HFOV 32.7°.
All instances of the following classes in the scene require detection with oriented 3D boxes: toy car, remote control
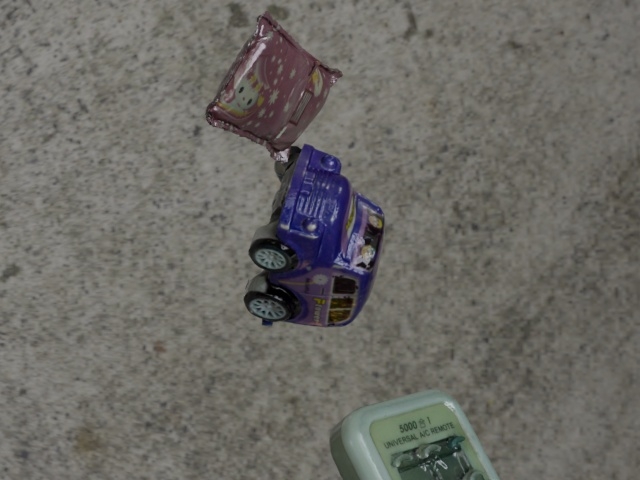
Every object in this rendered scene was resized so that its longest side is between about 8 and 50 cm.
[{"bbox_3d":[0.000,0.000,1.370,0.158,0.235,0.172,12,55,3],"label":"toy car"},{"bbox_3d":[0.117,0.269,0.778,0.128,0.065,0.335,-7,62,-42],"label":"remote control"}]

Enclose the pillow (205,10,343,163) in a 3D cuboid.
[{"bbox_3d":[-0.045,-0.141,1.038,0.118,0.043,0.185,-60,154,1],"label":"pillow"}]
